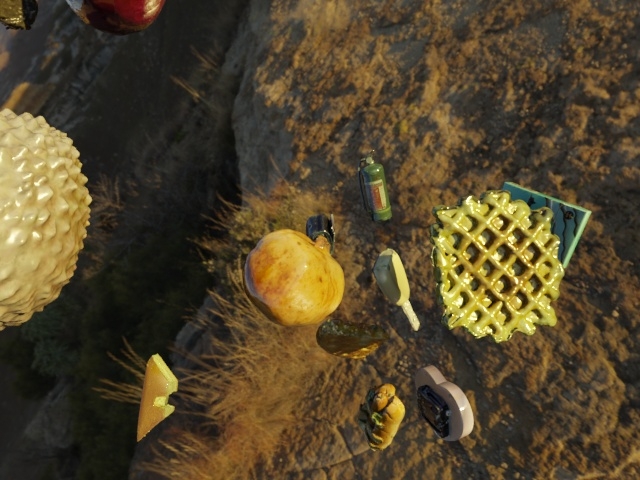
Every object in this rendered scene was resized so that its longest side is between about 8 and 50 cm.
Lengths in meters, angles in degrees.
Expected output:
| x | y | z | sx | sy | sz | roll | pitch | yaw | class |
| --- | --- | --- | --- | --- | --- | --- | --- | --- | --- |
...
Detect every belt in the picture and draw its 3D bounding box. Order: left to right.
| x | y | z | sx | sy | sz | roll | pitch | yaw | class |
| --- | --- | --- | --- | --- | --- | --- | --- | --- | --- |
| 0.000 | 0.000 | 1.978 | 0.122 | 0.218 | 0.128 | -4 | 58 | -2 | belt |

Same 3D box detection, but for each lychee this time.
| x | y | z | sx | sy | sz | roll | pitch | yaw | class |
| --- | --- | --- | --- | --- | --- | --- | --- | --- | --- |
| -0.583 | -0.028 | 0.797 | 0.380 | 0.380 | 0.432 | -8 | 46 | 44 | lychee |

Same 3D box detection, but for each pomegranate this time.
| x | y | z | sx | sy | sz | roll | pitch | yaw | class |
| --- | --- | --- | --- | --- | --- | --- | --- | --- | --- |
| -0.061 | 0.087 | 1.132 | 0.248 | 0.248 | 0.248 | -28 | 44 | 31 | pomegranate |

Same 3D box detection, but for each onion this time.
| x | y | z | sx | sy | sz | roll | pitch | yaw | class |
| --- | --- | --- | --- | --- | --- | --- | --- | --- | --- |
| -0.514 | -0.664 | 1.189 | 0.260 | 0.282 | 0.337 | 64 | 150 | 27 | onion |

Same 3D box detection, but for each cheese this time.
| x | y | z | sx | sy | sz | roll | pitch | yaw | class |
| --- | --- | --- | --- | --- | --- | --- | --- | --- | --- |
| 0.225 | 0.152 | 1.350 | 0.054 | 0.251 | 0.127 | -16 | 24 | 32 | cheese |

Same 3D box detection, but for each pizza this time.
| x | y | z | sx | sy | sz | roll | pitch | yaw | class |
| --- | --- | --- | --- | --- | --- | --- | --- | --- | --- |
| 0.092 | 0.266 | 1.308 | 0.197 | 0.292 | 0.058 | -17 | 56 | 20 | pizza |

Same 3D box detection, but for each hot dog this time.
| x | y | z | sx | sy | sz | roll | pitch | yaw | class |
| --- | --- | --- | --- | --- | --- | --- | --- | --- | --- |
| 0.138 | 0.416 | 1.128 | 0.072 | 0.269 | 0.109 | -18 | 52 | -17 | hot dog |

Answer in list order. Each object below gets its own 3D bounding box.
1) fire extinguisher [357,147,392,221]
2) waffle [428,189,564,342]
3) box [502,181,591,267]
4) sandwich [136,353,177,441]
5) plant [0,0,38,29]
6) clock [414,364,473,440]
| x | y | z | sx | sy | sz | roll | pitch | yaw | class |
| --- | --- | --- | --- | --- | --- | --- | --- | --- | --- |
| 0.212 | -0.221 | 1.875 | 0.118 | 0.294 | 0.093 | -6 | 26 | 19 | fire extinguisher |
| 0.367 | 0.052 | 1.000 | 0.073 | 0.297 | 0.317 | 153 | 115 | -81 | waffle |
| 0.577 | -0.046 | 1.283 | 0.229 | 0.041 | 0.162 | 32 | 117 | 40 | box |
| -0.480 | 0.464 | 1.410 | 0.090 | 0.088 | 0.244 | 109 | 168 | -77 | sandwich |
| -0.847 | -0.643 | 1.273 | 0.203 | 0.131 | 0.142 | 42 | 102 | 29 | plant |
| 0.289 | 0.416 | 1.176 | 0.198 | 0.064 | 0.172 | -141 | 43 | -61 | clock |
